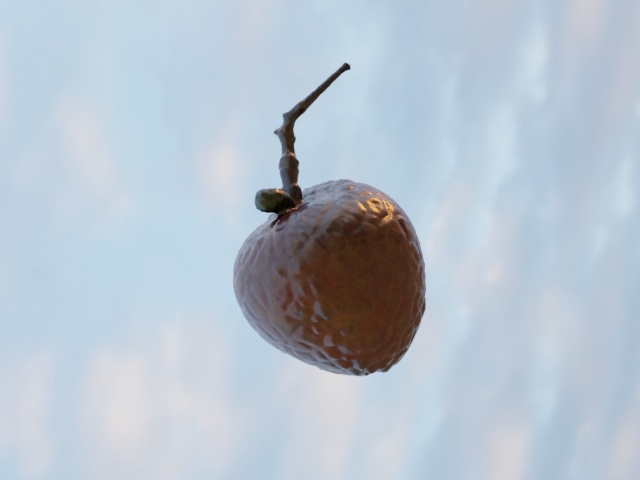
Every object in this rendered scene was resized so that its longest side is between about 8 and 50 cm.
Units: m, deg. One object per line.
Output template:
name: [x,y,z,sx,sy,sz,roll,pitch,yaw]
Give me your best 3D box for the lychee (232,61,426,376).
lychee: [0.001,0.006,0.856,0.114,0.140,0.101,-30,-17,-31]
